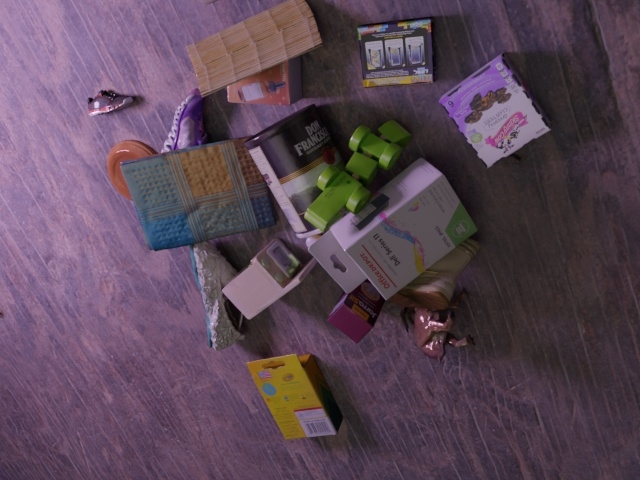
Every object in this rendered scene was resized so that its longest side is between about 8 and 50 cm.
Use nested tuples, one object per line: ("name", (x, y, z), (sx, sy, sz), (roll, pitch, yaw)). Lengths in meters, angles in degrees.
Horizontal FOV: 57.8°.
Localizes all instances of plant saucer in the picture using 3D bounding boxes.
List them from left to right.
("plant saucer", (-0.558, -0.200, 1.737), (0.200, 0.037, 0.199), (9, 119, 17))

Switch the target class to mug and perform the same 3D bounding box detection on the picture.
("mug", (-0.001, 0.003, 1.624), (0.064, 0.078, 0.062), (32, 155, 14))

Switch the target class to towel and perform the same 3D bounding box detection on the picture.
("towel", (-0.330, -0.127, 1.603), (0.371, 0.040, 0.271), (-12, 111, -1))

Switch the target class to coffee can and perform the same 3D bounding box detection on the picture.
("coffee can", (-0.039, -0.173, 1.456), (0.202, 0.201, 0.275), (-21, 107, 28))

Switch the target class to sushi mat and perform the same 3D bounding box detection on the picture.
("sushi mat", (-0.159, -0.458, 1.366), (0.317, 0.019, 0.151), (-21, 70, 8))

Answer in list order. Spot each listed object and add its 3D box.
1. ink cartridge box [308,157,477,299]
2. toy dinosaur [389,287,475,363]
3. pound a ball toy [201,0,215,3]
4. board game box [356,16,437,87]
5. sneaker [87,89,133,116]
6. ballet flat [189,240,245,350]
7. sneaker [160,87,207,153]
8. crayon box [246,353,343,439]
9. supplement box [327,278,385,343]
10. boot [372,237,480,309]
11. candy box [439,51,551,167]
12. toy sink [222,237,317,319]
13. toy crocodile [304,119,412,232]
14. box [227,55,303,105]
("ink cartridge box", (0.171, -0.003, 1.389), (0.353, 0.119, 0.207), (-38, 124, 5))
("toy dinosaur", (0.281, 0.219, 1.524), (0.200, 0.295, 0.127), (-29, 132, 31))
("pound a ball toy", (-0.154, -0.687, 1.303), (0.319, 0.136, 0.208), (-10, 86, 25))
("board game box", (0.178, -0.430, 1.334), (0.170, 0.048, 0.141), (2, 118, 20))
("sneaker", (-0.606, -0.397, 1.645), (0.158, 0.061, 0.064), (-8, 106, 24))
("ballet flat", (-0.306, 0.155, 1.786), (0.147, 0.147, 0.408), (6, 120, 18))
("sneaker", (-0.349, -0.301, 1.581), (0.105, 0.095, 0.236), (30, 127, -3))
("crayon box", (-0.081, 0.489, 1.876), (0.202, 0.081, 0.318), (-15, 110, 26))
("supplement box", (0.106, 0.179, 1.584), (0.104, 0.188, 0.081), (39, 122, -1))
("boot", (0.265, 0.068, 1.488), (0.095, 0.203, 0.262), (48, 156, -25))
("candy box", (0.394, -0.290, 1.307), (0.165, 0.070, 0.196), (-33, 100, 31))
("toy sink", (-0.144, 0.092, 1.659), (0.234, 0.153, 0.131), (-37, 98, 32))
("toy crocodile", (0.091, -0.156, 1.358), (0.115, 0.340, 0.105), (33, 163, 17))
("box", (-0.139, -0.411, 1.439), (0.171, 0.091, 0.130), (7, 117, 18))
